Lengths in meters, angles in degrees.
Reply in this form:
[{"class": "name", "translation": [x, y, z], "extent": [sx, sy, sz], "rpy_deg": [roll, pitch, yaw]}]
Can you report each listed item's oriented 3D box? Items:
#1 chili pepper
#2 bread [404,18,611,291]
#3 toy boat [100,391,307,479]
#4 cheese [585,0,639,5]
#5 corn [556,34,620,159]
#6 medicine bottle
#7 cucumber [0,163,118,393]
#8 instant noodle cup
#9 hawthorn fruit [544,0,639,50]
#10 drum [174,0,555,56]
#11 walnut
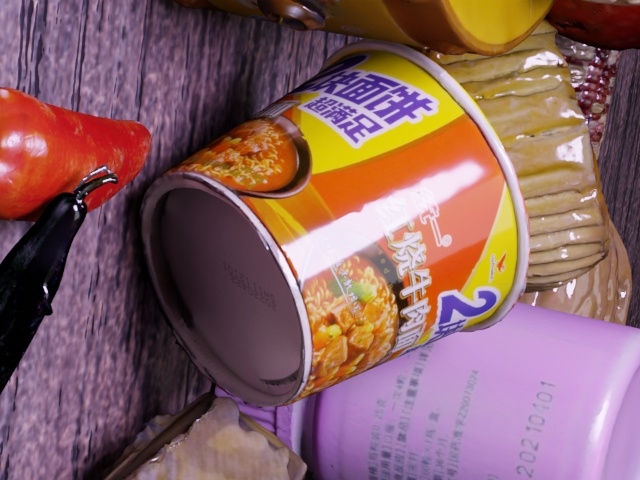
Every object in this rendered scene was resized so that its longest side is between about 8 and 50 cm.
[{"class": "chili pepper", "translation": [-0.152, -0.045, 0.999], "extent": [0.071, 0.063, 0.272], "rpy_deg": [-68, 161, 8]}, {"class": "bread", "translation": [0.147, -0.069, 1.481], "extent": [0.253, 0.142, 0.227], "rpy_deg": [11, 68, -82]}, {"class": "toy boat", "translation": [-0.133, 0.239, 1.082], "extent": [0.445, 0.136, 0.162], "rpy_deg": [-48, 173, -49]}, {"class": "cheese", "translation": [0.205, -0.250, 1.126], "extent": [0.214, 0.117, 0.226], "rpy_deg": [-27, 131, -55]}, {"class": "corn", "translation": [0.250, -0.178, 1.839], "extent": [0.098, 0.098, 0.290], "rpy_deg": [-34, 136, -59]}, {"class": "medicine bottle", "translation": [0.086, 0.121, 1.334], "extent": [0.178, 0.290, 0.178], "rpy_deg": [11, 90, -67]}, {"class": "cucumber", "translation": [-0.157, 0.032, 0.976], "extent": [0.043, 0.039, 0.163], "rpy_deg": [4, 122, -52]}, {"class": "instant noodle cup", "translation": [0.000, 0.000, 1.171], "extent": [0.174, 0.213, 0.213], "rpy_deg": [-29, 131, -32]}, {"class": "hawthorn fruit", "translation": [0.248, -0.297, 1.498], "extent": [0.316, 0.316, 0.316], "rpy_deg": [12, 90, -68]}, {"class": "drum", "translation": [0.041, -0.325, 1.114], "extent": [0.431, 0.214, 0.431], "rpy_deg": [12, 90, -68]}, {"class": "walnut", "translation": [0.185, 0.039, 1.673], "extent": [0.213, 0.213, 0.213], "rpy_deg": [12, 90, -68]}]
